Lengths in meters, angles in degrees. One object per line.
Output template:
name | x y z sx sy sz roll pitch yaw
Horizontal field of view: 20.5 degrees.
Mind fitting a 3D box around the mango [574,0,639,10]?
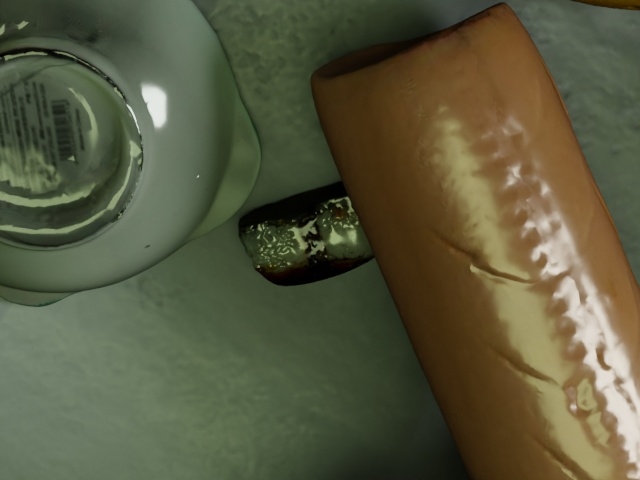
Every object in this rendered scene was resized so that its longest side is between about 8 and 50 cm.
mango | 0.149 -0.177 0.863 0.253 0.113 0.138 -12 108 3

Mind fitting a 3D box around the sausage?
sausage | 0.102 0.033 0.900 0.121 0.121 0.304 -23 95 4

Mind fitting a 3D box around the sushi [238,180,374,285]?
sushi | 0.000 0.000 0.947 0.083 0.044 0.046 -16 107 4

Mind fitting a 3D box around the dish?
dish | -0.137 -0.069 0.899 0.224 0.078 0.246 10 107 -6
